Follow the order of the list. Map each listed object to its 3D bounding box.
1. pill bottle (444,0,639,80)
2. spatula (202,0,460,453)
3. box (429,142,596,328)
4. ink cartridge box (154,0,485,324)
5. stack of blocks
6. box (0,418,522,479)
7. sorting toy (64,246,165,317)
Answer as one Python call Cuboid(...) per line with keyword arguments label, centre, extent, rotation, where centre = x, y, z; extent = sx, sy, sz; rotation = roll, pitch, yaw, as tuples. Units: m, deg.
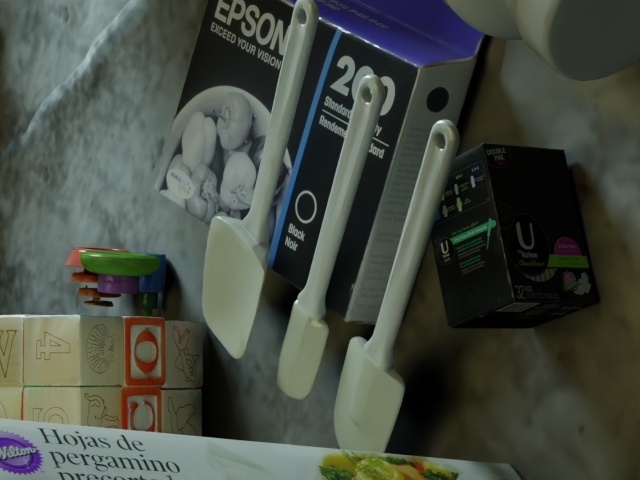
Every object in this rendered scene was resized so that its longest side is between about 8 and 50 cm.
Cuboid(label="pill bottle", centre=(0.089, -0.173, 0.931), extent=(0.208, 0.117, 0.118), rotation=(52, 125, 37))
Cuboid(label="spatula", centre=(0.000, 0.000, 1.015), extent=(0.168, 0.019, 0.242), rotation=(47, 139, 35))
Cuboid(label="box", centre=(0.095, -0.002, 0.955), extent=(0.052, 0.062, 0.083), rotation=(-27, 67, 46))
Cuboid(label="ink cartridge box", centre=(-0.002, -0.086, 1.089), extent=(0.206, 0.045, 0.208), rotation=(33, 110, 46))
Cuboid(label="stack of blocks", centre=(-0.222, 0.095, 1.231), extent=(0.297, 0.171, 0.087), rotation=(-2, 86, 31))
Cuboid(label="box", centre=(-0.030, 0.137, 0.892), extent=(0.067, 0.324, 0.063), rotation=(-63, 38, 25))
Cuboid(label="sorting toy", centre=(-0.131, 0.028, 1.218), extent=(0.102, 0.061, 0.042), rotation=(-172, 86, -72))
